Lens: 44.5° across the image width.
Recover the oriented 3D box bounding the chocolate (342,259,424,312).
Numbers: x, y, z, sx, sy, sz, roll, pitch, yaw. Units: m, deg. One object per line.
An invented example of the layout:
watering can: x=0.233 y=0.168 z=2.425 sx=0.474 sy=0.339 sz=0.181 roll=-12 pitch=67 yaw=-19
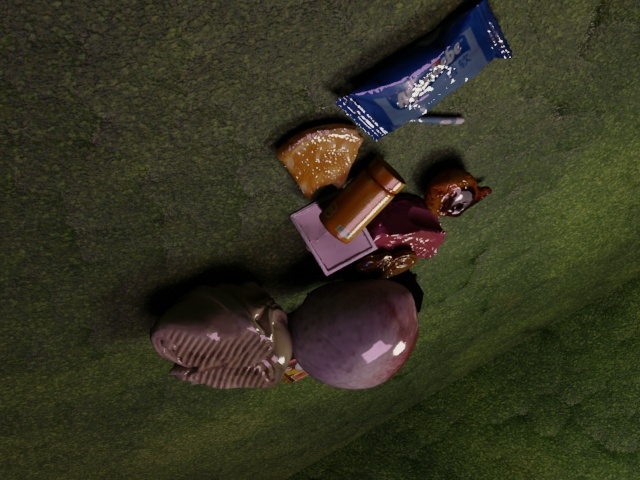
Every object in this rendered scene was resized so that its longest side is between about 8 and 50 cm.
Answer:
chocolate: x=0.178 y=0.094 z=2.177 sx=0.224 sy=0.177 sz=0.206 roll=-27 pitch=112 yaw=31

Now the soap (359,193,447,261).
soap: x=0.200 y=-0.021 z=1.983 sx=0.182 sy=0.112 sz=0.289 roll=-35 pitch=153 yaw=30

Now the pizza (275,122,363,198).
pizza: x=0.009 y=-0.167 z=1.637 sx=0.181 sy=0.034 sz=0.262 roll=-24 pitch=154 yaw=-2

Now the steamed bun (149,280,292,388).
steamed bun: x=-0.232 y=0.216 z=1.935 sx=0.324 sy=0.219 sz=0.310 roll=-4 pitch=140 yaw=11

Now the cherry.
cherry: x=0.081 y=0.227 z=1.994 sx=0.326 sy=0.291 sz=0.335 roll=5 pitch=157 yaw=-10

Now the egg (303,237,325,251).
egg: x=0.000 y=0.000 z=1.890 sx=0.071 sy=0.071 sz=0.083 roll=-40 pitch=153 yaw=27

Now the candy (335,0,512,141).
candy: x=0.203 y=-0.313 z=1.503 sx=0.331 sy=0.077 sz=0.187 roll=-36 pitch=145 yaw=12

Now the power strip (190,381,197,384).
power strip: x=-0.334 y=0.343 z=2.246 sx=0.118 sy=0.046 sz=0.270 roll=-20 pitch=153 yaw=-12

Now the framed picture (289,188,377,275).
framed picture: x=0.031 y=-0.020 z=1.831 sx=0.142 sy=0.011 sz=0.183 roll=-29 pitch=114 yaw=6

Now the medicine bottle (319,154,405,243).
medicine bottle: x=0.092 y=-0.090 z=1.745 sx=0.192 sy=0.096 sz=0.096 roll=-46 pitch=148 yaw=16

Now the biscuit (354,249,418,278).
biscuit: x=0.167 y=0.063 z=1.960 sx=0.175 sy=0.026 sz=0.124 roll=-1 pitch=149 yaw=-35

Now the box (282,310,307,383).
box: x=-0.049 y=0.306 z=2.307 sx=0.194 sy=0.148 sz=0.177 roll=-27 pitch=152 yaw=1

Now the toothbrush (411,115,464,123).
toothbrush: x=0.208 y=-0.256 z=1.659 sx=0.275 sy=0.025 sz=0.019 roll=-4 pitch=145 yaw=-36

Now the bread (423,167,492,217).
bread: x=0.334 y=-0.118 z=1.956 sx=0.139 sy=0.095 sz=0.269 roll=-33 pitch=166 yaw=19
